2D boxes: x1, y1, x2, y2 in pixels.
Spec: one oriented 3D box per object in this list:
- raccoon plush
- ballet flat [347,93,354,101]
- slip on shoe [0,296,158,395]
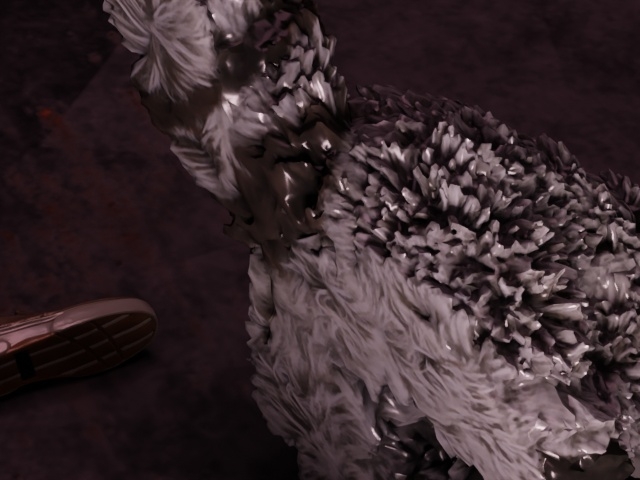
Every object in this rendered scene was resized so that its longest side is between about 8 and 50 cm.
[{"bbox_3d":[0.113,-0.040,1.009,0.299,0.446,0.216,-32,20,-34],"label":"raccoon plush"},{"bbox_3d":[0.000,0.000,1.171,0.077,0.091,0.241,-18,37,12],"label":"ballet flat"},{"bbox_3d":[-0.159,0.056,1.118,0.135,0.051,0.041,-20,50,-14],"label":"slip on shoe"}]
